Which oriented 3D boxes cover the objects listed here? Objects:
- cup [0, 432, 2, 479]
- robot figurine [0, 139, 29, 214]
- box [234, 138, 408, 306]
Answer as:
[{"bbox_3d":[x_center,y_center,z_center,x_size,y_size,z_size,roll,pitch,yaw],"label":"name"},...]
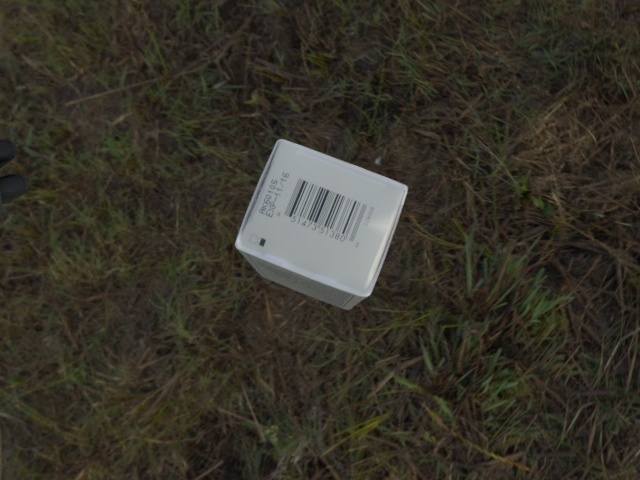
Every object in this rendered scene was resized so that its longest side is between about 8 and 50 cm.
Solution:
[{"bbox_3d":[-0.609,0.400,0.890,0.331,0.331,0.237,-45,63,22],"label":"cup"},{"bbox_3d":[-0.593,-0.076,0.923,0.209,0.278,0.173,44,132,23],"label":"robot figurine"},{"bbox_3d":[0.000,0.000,0.750,0.148,0.311,0.121,21,82,1],"label":"box"}]
